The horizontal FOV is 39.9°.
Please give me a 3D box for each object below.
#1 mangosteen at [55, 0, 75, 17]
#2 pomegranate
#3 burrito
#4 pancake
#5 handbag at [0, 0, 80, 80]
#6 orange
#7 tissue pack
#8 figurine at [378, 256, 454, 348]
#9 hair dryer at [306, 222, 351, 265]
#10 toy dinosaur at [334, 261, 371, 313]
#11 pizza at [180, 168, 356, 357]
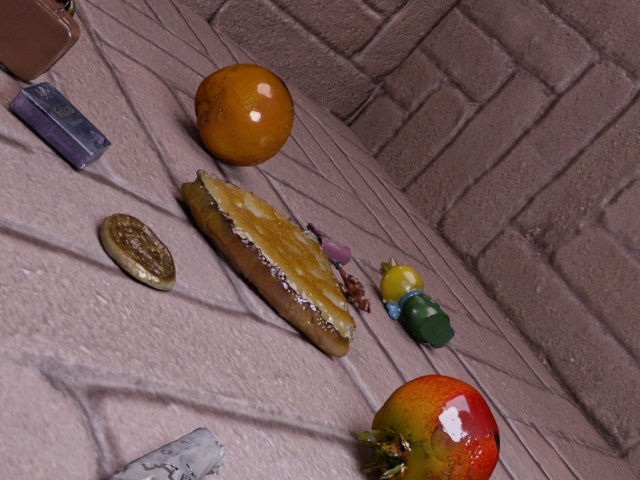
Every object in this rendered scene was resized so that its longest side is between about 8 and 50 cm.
[{"bbox_3d":[-0.572,-0.497,1.773,0.200,0.200,0.200,41,14,-13],"label":"mangosteen"},{"bbox_3d":[0.174,0.322,1.418,0.235,0.210,0.210,-2,42,-34],"label":"pomegranate"},{"bbox_3d":[-0.159,0.251,0.959,0.064,0.064,0.203,47,15,11],"label":"burrito"},{"bbox_3d":[-0.277,0.016,1.366,0.158,0.028,0.158,43,16,-15],"label":"pancake"},{"bbox_3d":[-0.533,-0.379,1.535,0.193,0.151,0.072,43,17,-15],"label":"handbag"},{"bbox_3d":[-0.181,-0.299,2.111,0.246,0.246,0.246,41,14,-13],"label":"orange"},{"bbox_3d":[-0.434,-0.193,1.479,0.156,0.051,0.112,43,15,-8],"label":"tissue pack"},{"bbox_3d":[0.240,0.159,2.257,0.185,0.127,0.234,37,5,-45],"label":"figurine"},{"bbox_3d":[0.003,0.001,2.205,0.106,0.054,0.154,28,11,-37],"label":"hair dryer"},{"bbox_3d":[0.074,0.108,2.056,0.055,0.049,0.154,18,35,-56],"label":"toy dinosaur"},{"bbox_3d":[-0.114,0.013,1.746,0.392,0.080,0.435,37,14,-29],"label":"pizza"}]
